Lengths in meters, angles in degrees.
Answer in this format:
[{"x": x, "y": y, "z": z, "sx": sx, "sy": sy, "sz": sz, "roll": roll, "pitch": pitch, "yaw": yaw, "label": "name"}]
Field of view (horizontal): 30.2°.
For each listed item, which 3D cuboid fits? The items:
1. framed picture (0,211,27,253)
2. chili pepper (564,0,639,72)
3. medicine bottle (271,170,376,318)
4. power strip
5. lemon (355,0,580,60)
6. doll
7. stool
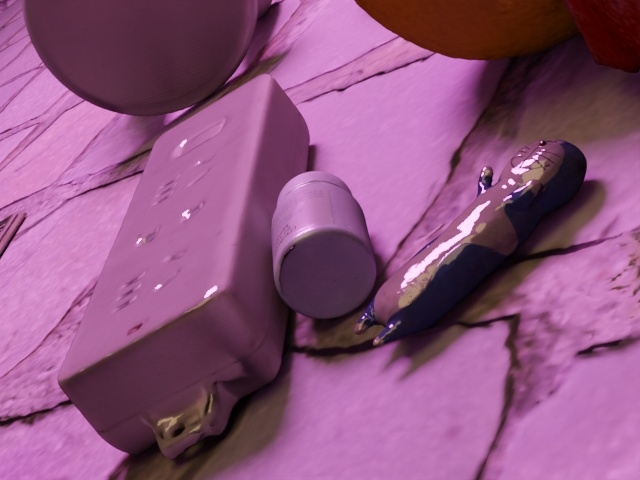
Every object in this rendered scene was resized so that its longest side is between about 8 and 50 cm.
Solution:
[{"x": -0.348, "y": 0.047, "z": 1.041, "sx": 0.183, "sy": 0.011, "sz": 0.142, "roll": -28, "pitch": 23, "yaw": 21, "label": "framed picture"}, {"x": 0.131, "y": -0.173, "z": 0.464, "sx": 0.144, "sy": 0.253, "sz": 0.136, "roll": -13, "pitch": 49, "yaw": 35, "label": "chili pepper"}, {"x": 0.000, "y": 0.000, "z": 0.568, "sx": 0.047, "sy": 0.047, "sz": 0.083, "roll": -33, "pitch": 21, "yaw": 10, "label": "medicine bottle"}, {"x": -0.062, "y": -0.006, "z": 0.660, "sx": 0.098, "sy": 0.058, "sz": 0.338, "roll": -30, "pitch": 22, "yaw": 17, "label": "power strip"}, {"x": 0.089, "y": -0.188, "z": 0.635, "sx": 0.187, "sy": 0.187, "sz": 0.244, "roll": -36, "pitch": 23, "yaw": 2, "label": "lemon"}, {"x": 0.064, "y": 0.000, "z": 0.499, "sx": 0.125, "sy": 0.027, "sz": 0.037, "roll": -41, "pitch": 30, "yaw": -12, "label": "doll"}, {"x": -0.159, "y": -0.227, "z": 1.068, "sx": 0.195, "sy": 0.195, "sz": 0.198, "roll": -34, "pitch": 20, "yaw": 7, "label": "stool"}]
